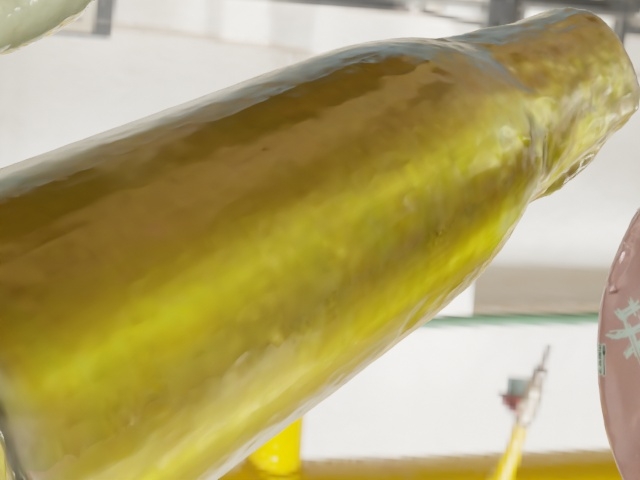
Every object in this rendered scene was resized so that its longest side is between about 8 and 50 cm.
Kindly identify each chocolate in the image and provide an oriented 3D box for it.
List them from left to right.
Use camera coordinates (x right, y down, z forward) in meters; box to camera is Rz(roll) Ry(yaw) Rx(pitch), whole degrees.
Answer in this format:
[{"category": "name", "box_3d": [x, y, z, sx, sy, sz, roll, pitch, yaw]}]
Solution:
[{"category": "chocolate", "box_3d": [0.000, 0.000, 0.596, 0.162, 0.162, 0.445, 10, -152, 44]}]

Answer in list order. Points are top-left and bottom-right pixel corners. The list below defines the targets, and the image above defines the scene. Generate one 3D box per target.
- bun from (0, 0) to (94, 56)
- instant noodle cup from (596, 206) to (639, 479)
[{"category": "bun", "box_3d": [-0.165, -0.165, 0.468, 0.222, 0.222, 0.127, 0, -164, -31]}, {"category": "instant noodle cup", "box_3d": [0.311, 0.066, 0.699, 0.231, 0.243, 0.243, 1, -173, -29]}]
